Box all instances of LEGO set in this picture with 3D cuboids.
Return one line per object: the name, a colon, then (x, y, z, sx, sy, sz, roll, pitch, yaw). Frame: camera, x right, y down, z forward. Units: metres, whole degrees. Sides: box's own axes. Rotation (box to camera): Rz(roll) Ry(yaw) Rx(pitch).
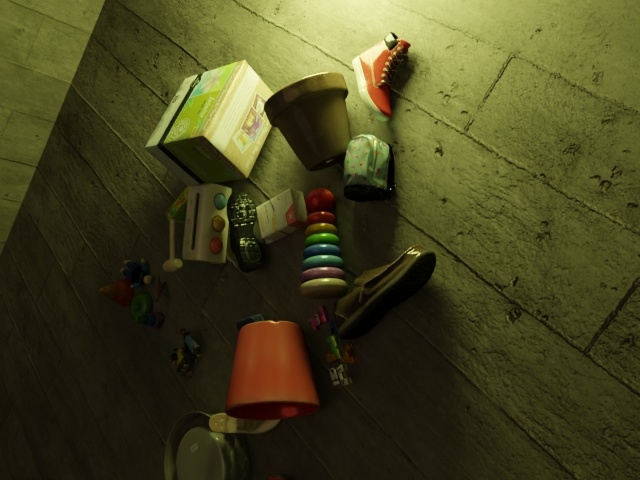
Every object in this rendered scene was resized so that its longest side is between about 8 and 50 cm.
LEGO set: (0.034, 0.308, 1.677, 0.093, 0.087, 0.227, -31, 70, 36)

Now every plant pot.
plant pot: (-0.141, 0.378, 1.708, 0.274, 0.274, 0.243, -23, 58, 35)
plant pot: (-0.010, -0.339, 1.740, 0.263, 0.263, 0.229, -25, 84, 35)

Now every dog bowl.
dog bowl: (-0.372, 0.740, 1.930, 0.348, 0.102, 0.349, -8, 77, 38)

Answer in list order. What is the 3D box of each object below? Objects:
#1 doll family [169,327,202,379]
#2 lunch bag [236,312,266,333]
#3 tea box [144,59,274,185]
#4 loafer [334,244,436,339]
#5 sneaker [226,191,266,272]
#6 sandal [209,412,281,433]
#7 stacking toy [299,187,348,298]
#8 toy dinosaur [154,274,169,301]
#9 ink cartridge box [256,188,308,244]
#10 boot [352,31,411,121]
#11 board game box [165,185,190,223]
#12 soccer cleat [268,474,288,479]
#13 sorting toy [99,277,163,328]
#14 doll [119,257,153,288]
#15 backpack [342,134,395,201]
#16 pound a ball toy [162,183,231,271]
doll family: (-0.489, 0.402, 2.111, 0.193, 0.076, 0.111, -55, 49, 13)
lunch bag: (-0.222, 0.282, 1.908, 0.098, 0.065, 0.067, -21, 85, 35)
tea box: (-0.356, -0.386, 1.967, 0.323, 0.220, 0.329, -2, 57, 38)
loafer: (0.151, 0.123, 1.573, 0.366, 0.133, 0.130, -44, 58, 26)
sneaker: (-0.269, -0.025, 1.969, 0.130, 0.109, 0.287, -37, 59, 57)
sandal: (-0.238, 0.556, 1.798, 0.239, 0.079, 0.088, -11, 76, 10)
stacking toy: (0.000, 0.000, 1.732, 0.141, 0.141, 0.331, -18, 67, 37)
toy dinosaur: (-0.627, 0.197, 2.260, 0.047, 0.090, 0.082, -23, 24, 25)
ink cartridge box: (-0.139, -0.073, 1.896, 0.198, 0.067, 0.115, -27, 66, 35)
boot: (0.196, -0.475, 1.674, 0.176, 0.088, 0.245, -29, 61, 31)
board game box: (-0.489, -0.139, 2.186, 0.181, 0.092, 0.043, -44, 57, 26)
soccer cleat: (-0.135, 0.858, 1.724, 0.116, 0.108, 0.319, 10, 91, 61)
sorting toy: (-0.772, 0.253, 2.338, 0.365, 0.126, 0.127, 27, 100, 40)
doll: (-0.747, 0.133, 2.387, 0.189, 0.046, 0.129, 23, 88, 40)
backpack: (0.135, -0.207, 1.659, 0.151, 0.115, 0.182, 3, 82, 43)
pound a ball toy: (-0.416, -0.040, 2.033, 0.135, 0.208, 0.320, -2, 81, 40)
